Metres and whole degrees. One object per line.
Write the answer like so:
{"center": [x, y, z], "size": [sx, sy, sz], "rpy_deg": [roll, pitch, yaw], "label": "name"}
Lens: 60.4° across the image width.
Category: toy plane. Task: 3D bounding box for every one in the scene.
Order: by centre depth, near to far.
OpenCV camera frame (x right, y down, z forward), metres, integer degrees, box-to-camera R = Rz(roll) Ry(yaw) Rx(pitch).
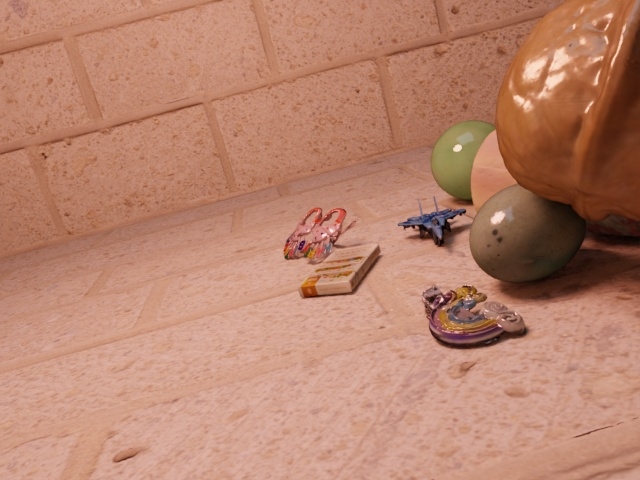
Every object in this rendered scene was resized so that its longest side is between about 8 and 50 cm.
{"center": [0.269, -0.034, 1.291], "size": [0.169, 0.078, 0.246], "rpy_deg": [-13, 22, 7], "label": "toy plane"}

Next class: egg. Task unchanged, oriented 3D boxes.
{"center": [0.361, -0.017, 0.957], "size": [0.236, 0.169, 0.169], "rpy_deg": [-24, 18, -30], "label": "egg"}
{"center": [0.427, -0.225, 1.545], "size": [0.220, 0.220, 0.269], "rpy_deg": [-5, 8, 31], "label": "egg"}

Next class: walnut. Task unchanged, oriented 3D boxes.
{"center": [0.452, -0.207, 0.811], "size": [0.381, 0.381, 0.381], "rpy_deg": [-13, 15, 4], "label": "walnut"}

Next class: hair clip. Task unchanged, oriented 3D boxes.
{"center": [0.220, 0.121, 0.851], "size": [0.116, 0.049, 0.172], "rpy_deg": [-33, 28, -15], "label": "hair clip"}

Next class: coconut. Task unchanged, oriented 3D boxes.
{"center": [0.437, -0.129, 1.178], "size": [0.239, 0.239, 0.244], "rpy_deg": [-22, 21, -26], "label": "coconut"}

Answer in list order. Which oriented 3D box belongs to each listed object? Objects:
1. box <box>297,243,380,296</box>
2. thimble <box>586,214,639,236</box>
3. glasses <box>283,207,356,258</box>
{"center": [0.046, 0.064, 1.219], "size": [0.122, 0.032, 0.220], "rpy_deg": [-8, 17, 25], "label": "box"}
{"center": [0.570, -0.097, 1.027], "size": [0.211, 0.185, 0.149], "rpy_deg": [-33, 21, -28], "label": "thimble"}
{"center": [-0.008, 0.000, 1.439], "size": [0.162, 0.095, 0.255], "rpy_deg": [-49, 22, -20], "label": "glasses"}
